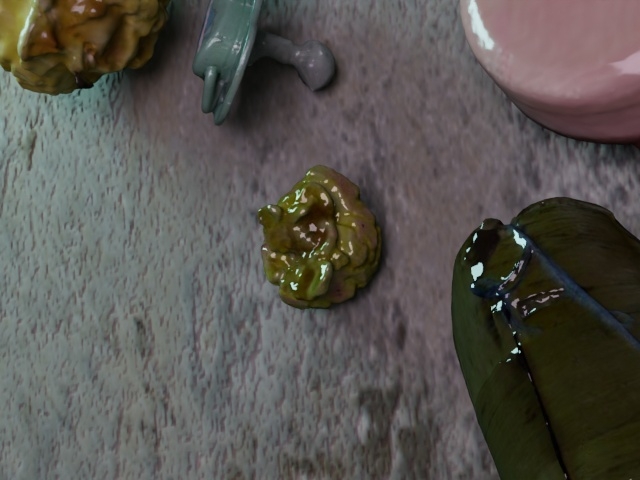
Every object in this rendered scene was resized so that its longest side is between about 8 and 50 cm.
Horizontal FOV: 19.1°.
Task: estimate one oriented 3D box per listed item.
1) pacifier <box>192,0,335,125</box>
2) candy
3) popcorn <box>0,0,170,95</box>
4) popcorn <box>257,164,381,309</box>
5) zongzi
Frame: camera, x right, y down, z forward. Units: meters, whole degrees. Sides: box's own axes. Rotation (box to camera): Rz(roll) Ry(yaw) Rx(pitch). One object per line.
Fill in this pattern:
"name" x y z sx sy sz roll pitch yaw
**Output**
"pacifier" -0.046 -0.152 1.580 0.117 0.127 0.150 18 48 -12
"candy" 0.228 -0.189 1.448 0.255 0.094 0.255 -15 58 25
"popcorn" -0.206 -0.202 1.604 0.180 0.180 0.170 -38 61 7
"popcorn" 0.001 -0.001 1.518 0.097 0.089 0.109 12 77 12
"zongzi" 0.302 0.098 1.349 0.393 0.174 0.356 -18 57 -4
